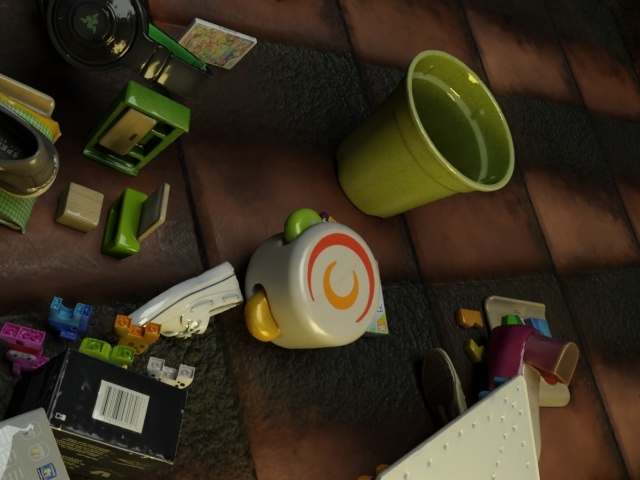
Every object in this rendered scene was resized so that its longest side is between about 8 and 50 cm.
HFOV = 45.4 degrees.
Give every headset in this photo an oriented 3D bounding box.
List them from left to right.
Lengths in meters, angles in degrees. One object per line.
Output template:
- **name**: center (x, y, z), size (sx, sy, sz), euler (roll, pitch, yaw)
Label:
- **headset**: center (-0.307, -0.344, 1.070), size (0.394, 0.185, 0.243), euler (27, 14, -36)

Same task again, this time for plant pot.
- **plant pot**: center (0.172, -0.168, 1.428), size (0.276, 0.254, 0.276), euler (22, 54, -34)

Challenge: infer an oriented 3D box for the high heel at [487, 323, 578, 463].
- **high heel**: center (0.329, 0.330, 1.436), size (0.377, 0.181, 0.127), euler (-53, 124, -19)

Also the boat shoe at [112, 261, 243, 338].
- **boat shoe**: center (-0.186, 0.098, 1.078), size (0.226, 0.083, 0.076), euler (-31, 89, -48)

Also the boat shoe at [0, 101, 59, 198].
- **boat shoe**: center (-0.458, -0.167, 0.893), size (0.335, 0.095, 0.112), euler (30, 69, -6)

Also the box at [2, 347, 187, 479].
- **box**: center (-0.266, 0.209, 0.889), size (0.156, 0.158, 0.093), euler (28, 51, -30)

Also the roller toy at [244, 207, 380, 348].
- **roller toy**: center (-0.016, 0.075, 1.199), size (0.191, 0.146, 0.209), euler (30, 62, -36)

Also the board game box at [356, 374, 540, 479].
- **board game box**: center (0.224, 0.455, 1.187), size (0.390, 0.050, 0.390), euler (-20, 104, -44)

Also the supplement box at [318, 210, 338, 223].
- **supplement box**: center (0.000, 0.000, 1.332), size (0.055, 0.043, 0.083), euler (40, 46, -19)

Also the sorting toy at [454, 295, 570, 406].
- **sorting toy**: center (0.407, 0.227, 1.589), size (0.307, 0.041, 0.229), euler (11, 61, -39)

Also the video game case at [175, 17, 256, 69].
- **video game case**: center (-0.183, -0.334, 1.308), size (0.122, 0.087, 0.011), euler (8, 61, -40)

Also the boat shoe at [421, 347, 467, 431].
- **boat shoe**: center (0.233, 0.286, 1.389), size (0.072, 0.068, 0.190), euler (-4, 81, -57)

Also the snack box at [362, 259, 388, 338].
- **snack box**: center (0.063, 0.096, 1.343), size (0.100, 0.037, 0.141), euler (12, 61, -37)

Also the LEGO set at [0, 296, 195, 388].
- **LEGO set**: center (-0.275, 0.145, 0.961), size (0.227, 0.093, 0.087), euler (16, 38, -10)

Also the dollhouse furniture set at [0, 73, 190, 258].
- **dollhouse furniture set**: center (-0.346, -0.123, 0.998), size (0.301, 0.151, 0.197), euler (23, 54, -32)

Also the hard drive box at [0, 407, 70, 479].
- **hard drive box**: center (-0.391, 0.257, 0.734), size (0.232, 0.181, 0.089), euler (-16, 79, -47)
